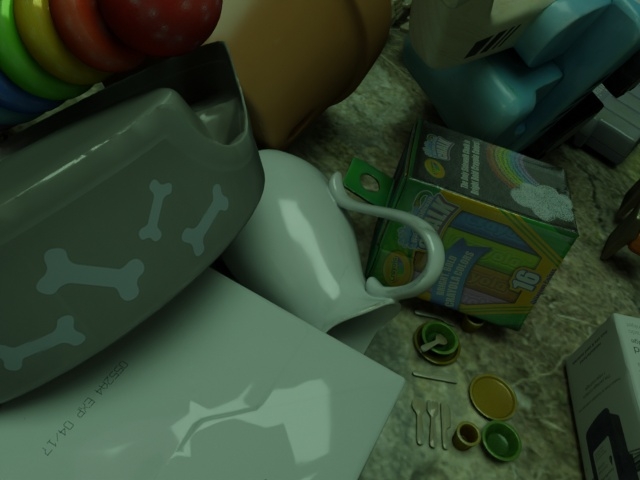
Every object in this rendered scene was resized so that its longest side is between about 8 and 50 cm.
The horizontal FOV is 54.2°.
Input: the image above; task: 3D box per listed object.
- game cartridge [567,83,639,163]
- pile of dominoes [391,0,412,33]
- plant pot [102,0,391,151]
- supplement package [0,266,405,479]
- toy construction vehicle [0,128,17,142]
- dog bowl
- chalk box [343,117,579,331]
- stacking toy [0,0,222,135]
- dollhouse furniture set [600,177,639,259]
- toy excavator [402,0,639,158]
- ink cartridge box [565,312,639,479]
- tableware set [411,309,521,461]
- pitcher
[{"bbox_3d":[0.355,-0.271,0.967,0.355,0.068,0.230,40,56,19],"label":"game cartridge"},{"bbox_3d":[0.124,-0.387,0.969,0.195,0.040,0.251,14,45,24],"label":"pile of dominoes"},{"bbox_3d":[-0.096,-0.208,0.661,0.290,0.291,0.204,25,65,6],"label":"plant pot"},{"bbox_3d":[-0.099,0.171,0.407,0.204,0.145,0.262,29,50,10],"label":"supplement package"},{"bbox_3d":[-0.354,-0.094,0.634,0.098,0.035,0.086,27,49,8],"label":"toy construction vehicle"},{"bbox_3d":[-0.196,-0.017,0.453,0.348,0.102,0.349,-23,25,11],"label":"dog bowl"},{"bbox_3d":[0.124,-0.025,0.631,0.212,0.132,0.132,19,37,2],"label":"chalk box"},{"bbox_3d":[-0.221,-0.170,0.509,0.330,0.141,0.141,-4,39,33],"label":"stacking toy"},{"bbox_3d":[0.499,-0.005,0.762,0.262,0.135,0.259,29,60,10],"label":"dollhouse furniture set"},{"bbox_3d":[0.188,-0.209,0.627,0.445,0.433,0.222,-31,79,-30],"label":"toy excavator"},{"bbox_3d":[0.325,0.199,0.530,0.171,0.100,0.237,12,48,-5],"label":"ink cartridge box"},{"bbox_3d":[0.139,0.128,0.591,0.103,0.024,0.154,12,48,-5],"label":"tableware set"},{"bbox_3d":[0.000,0.000,0.566,0.125,0.177,0.207,19,33,-56],"label":"pitcher"}]
